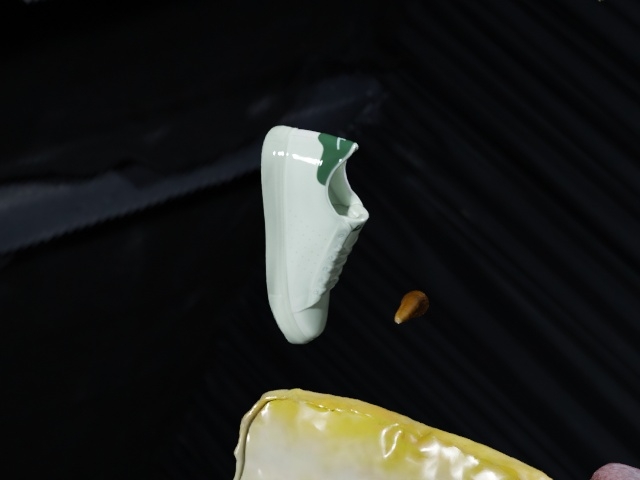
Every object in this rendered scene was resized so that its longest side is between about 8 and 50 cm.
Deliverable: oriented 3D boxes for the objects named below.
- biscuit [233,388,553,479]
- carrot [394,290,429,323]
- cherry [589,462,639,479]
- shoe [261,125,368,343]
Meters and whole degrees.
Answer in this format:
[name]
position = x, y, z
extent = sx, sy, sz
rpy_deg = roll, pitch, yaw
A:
[biscuit]
position = 0.081, 0.370, 1.381
extent = 0.104, 0.446, 0.429
rpy_deg = -5, -79, -64
[carrot]
position = 0.112, 0.083, 1.820
extent = 0.035, 0.035, 0.142
rpy_deg = -51, -7, 12
[cherry]
position = 0.370, 0.334, 1.671
extent = 0.107, 0.225, 0.090
rpy_deg = 19, -66, -24
[shoe]
position = 0.000, 0.000, 1.647
extent = 0.095, 0.110, 0.265
rpy_deg = -57, -37, -58
